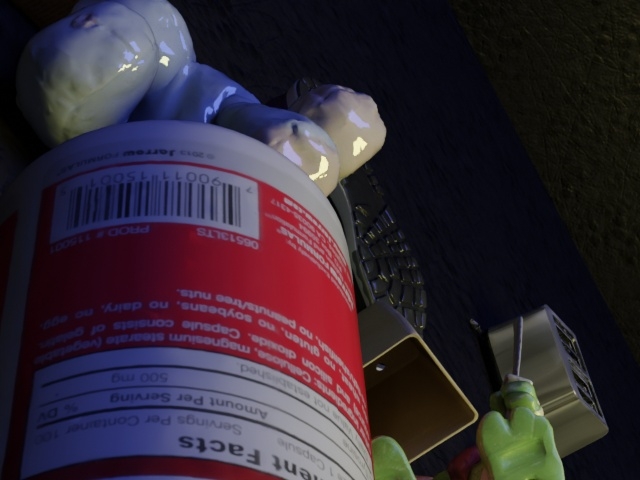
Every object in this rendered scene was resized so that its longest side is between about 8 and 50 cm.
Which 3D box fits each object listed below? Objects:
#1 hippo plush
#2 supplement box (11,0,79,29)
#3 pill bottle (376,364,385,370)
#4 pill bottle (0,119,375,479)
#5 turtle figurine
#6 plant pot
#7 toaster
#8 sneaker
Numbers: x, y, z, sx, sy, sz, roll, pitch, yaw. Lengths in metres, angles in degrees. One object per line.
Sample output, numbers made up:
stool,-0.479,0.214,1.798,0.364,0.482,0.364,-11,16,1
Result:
hippo plush,-0.100,-0.112,1.175,0.236,0.234,0.294,53,32,-6
supplement box,-0.236,-0.243,1.245,0.233,0.080,0.078,44,26,-42
pill bottle,0.018,0.121,1.409,0.169,0.094,0.094,27,40,-62
pill bottle,-0.084,0.140,0.774,0.229,0.229,0.407,50,22,-35
turtle figurine,0.050,0.132,1.013,0.266,0.198,0.274,133,-23,-74
plant pot,0.049,0.115,1.244,0.109,0.109,0.096,52,9,-30
toaster,0.314,0.196,2.115,0.186,0.110,0.168,42,26,-49
sneaker,0.000,0.000,1.384,0.107,0.124,0.283,15,49,-56
